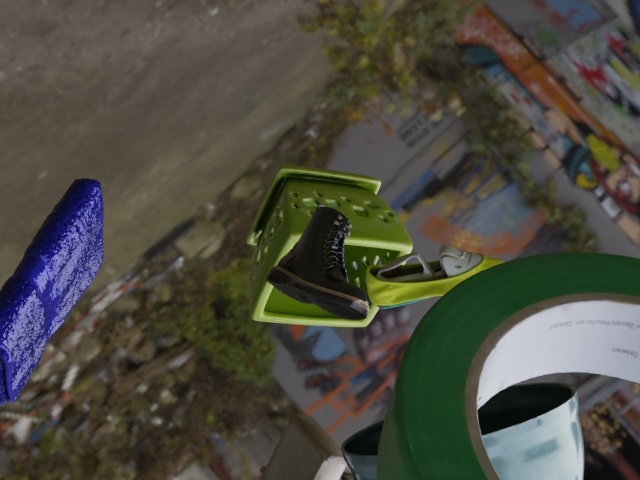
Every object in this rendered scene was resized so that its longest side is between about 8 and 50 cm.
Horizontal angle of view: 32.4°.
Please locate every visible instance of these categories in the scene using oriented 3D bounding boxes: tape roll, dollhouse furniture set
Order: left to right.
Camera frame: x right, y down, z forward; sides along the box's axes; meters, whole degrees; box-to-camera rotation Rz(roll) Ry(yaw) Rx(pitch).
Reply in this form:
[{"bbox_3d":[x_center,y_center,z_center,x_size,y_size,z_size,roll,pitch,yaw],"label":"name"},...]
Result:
[{"bbox_3d":[0.088,0.397,1.686,0.355,0.303,0.174,17,105,-38],"label":"dollhouse furniture set"},{"bbox_3d":[0.197,0.142,0.678,0.321,0.321,0.077,-38,149,-41],"label":"tape roll"}]

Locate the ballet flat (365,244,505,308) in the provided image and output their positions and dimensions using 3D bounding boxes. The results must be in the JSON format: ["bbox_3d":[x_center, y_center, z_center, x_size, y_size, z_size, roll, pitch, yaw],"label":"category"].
[{"bbox_3d":[0.171,0.048,1.636,0.231,0.077,0.077,-11,-155,23],"label":"ballet flat"}]

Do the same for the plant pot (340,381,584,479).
[{"bbox_3d":[0.189,0.307,1.337,0.293,0.196,0.293,-15,180,0],"label":"plant pot"}]

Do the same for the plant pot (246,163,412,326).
[{"bbox_3d":[0.000,0.000,1.907,0.228,0.207,0.227,6,135,-21],"label":"plant pot"}]

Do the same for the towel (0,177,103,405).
[{"bbox_3d":[-0.402,0.078,1.611,0.228,0.076,0.308,117,-2,-57],"label":"towel"}]

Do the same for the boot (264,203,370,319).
[{"bbox_3d":[0.018,0.021,1.456,0.198,0.077,0.137,19,-106,50],"label":"boot"}]
